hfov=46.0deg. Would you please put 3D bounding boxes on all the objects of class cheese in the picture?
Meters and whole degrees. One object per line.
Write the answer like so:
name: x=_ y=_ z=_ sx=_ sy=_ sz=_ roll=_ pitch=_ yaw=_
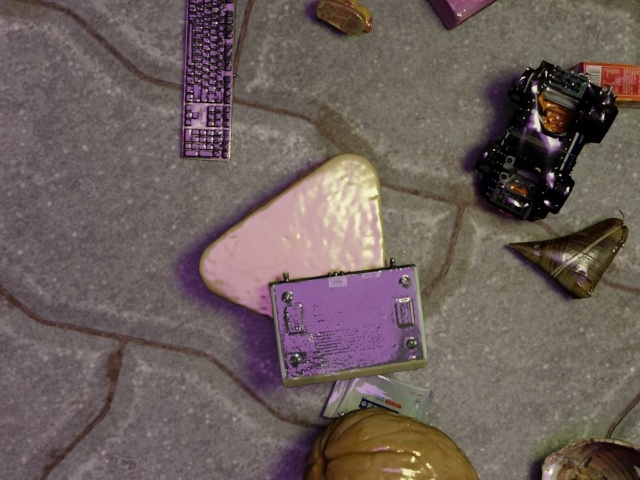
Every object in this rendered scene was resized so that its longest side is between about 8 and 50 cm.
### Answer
cheese: x=0.001 y=0.001 z=1.419 sx=0.384 sy=0.104 sz=0.383 roll=0 pitch=90 yaw=-6

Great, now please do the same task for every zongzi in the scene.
zongzi: x=0.496 y=-0.006 z=1.486 sx=0.184 sy=0.084 sz=0.187 roll=37 pitch=80 yaw=5

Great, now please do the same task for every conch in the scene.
conch: x=0.558 y=0.488 z=1.440 sx=0.324 sy=0.186 sz=0.263 roll=-42 pitch=81 yaw=22

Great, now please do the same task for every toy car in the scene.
toy car: x=0.412 y=-0.181 z=1.421 sx=0.193 sy=0.118 sz=0.301 roll=29 pitch=115 yaw=13

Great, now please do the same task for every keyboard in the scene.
keyboard: x=-0.208 y=-0.311 z=1.434 sx=0.106 sy=0.027 sz=0.316 roll=1 pitch=90 yaw=-5

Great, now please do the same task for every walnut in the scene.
walnut: x=0.127 y=0.446 z=1.357 sx=0.313 sy=0.252 sz=0.277 roll=31 pitch=105 yaw=-23

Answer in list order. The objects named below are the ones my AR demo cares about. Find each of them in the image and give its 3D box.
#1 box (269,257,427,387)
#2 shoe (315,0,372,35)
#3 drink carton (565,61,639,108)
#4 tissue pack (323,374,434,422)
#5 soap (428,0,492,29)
box: x=0.051 y=0.145 z=1.353 sx=0.270 sy=0.045 sz=0.210 roll=-6 pitch=94 yaw=-5
shoe: x=0.048 y=-0.436 z=1.436 sx=0.109 sy=0.069 sz=0.072 roll=8 pitch=127 yaw=5
drink carton: x=0.599 y=-0.300 z=1.478 sx=0.223 sy=0.096 sz=0.071 roll=2 pitch=90 yaw=-5
tissue pack: x=0.115 y=0.318 z=1.473 sx=0.193 sy=0.026 sz=0.122 roll=22 pitch=89 yaw=-5
soap: x=0.315 y=-0.552 z=1.454 sx=0.259 sy=0.081 sz=0.181 roll=-32 pitch=93 yaw=-5
